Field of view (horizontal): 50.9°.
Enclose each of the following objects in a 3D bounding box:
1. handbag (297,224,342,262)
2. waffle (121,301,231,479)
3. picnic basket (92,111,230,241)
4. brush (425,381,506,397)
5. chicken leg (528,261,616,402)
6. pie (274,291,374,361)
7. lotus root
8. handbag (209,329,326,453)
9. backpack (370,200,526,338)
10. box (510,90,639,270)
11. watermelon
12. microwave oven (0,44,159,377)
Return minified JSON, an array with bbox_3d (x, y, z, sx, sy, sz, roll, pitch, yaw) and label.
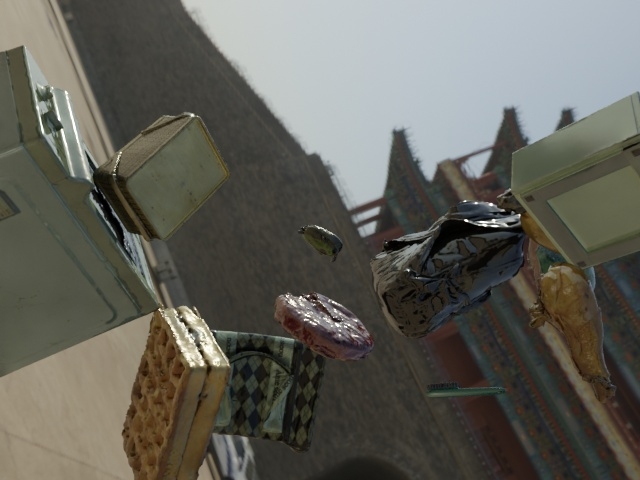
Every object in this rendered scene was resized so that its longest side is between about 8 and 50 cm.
[{"bbox_3d":[0.000,0.000,1.571,0.111,0.047,0.072,35,-27,9],"label":"handbag"},{"bbox_3d":[-0.261,0.291,1.181,0.213,0.091,0.308,45,-59,52],"label":"waffle"},{"bbox_3d":[-0.215,-0.088,0.924,0.079,0.164,0.115,12,-41,39],"label":"picnic basket"},{"bbox_3d":[0.345,0.354,1.608,0.043,0.193,0.032,57,31,-49],"label":"brush"},{"bbox_3d":[0.370,0.136,0.986,0.085,0.101,0.208,-11,80,-57],"label":"chicken leg"},{"bbox_3d":[0.007,0.165,1.315,0.204,0.054,0.218,38,15,36],"label":"pie"},{"bbox_3d":[0.539,-0.066,1.529,0.182,0.309,0.183,-163,-90,-71],"label":"lotus root"},{"bbox_3d":[-0.200,0.422,1.899,0.180,0.415,0.317,109,-13,-72],"label":"handbag"},{"bbox_3d":[0.345,0.056,1.783,0.255,0.445,0.363,64,0,-14],"label":"backpack"},{"bbox_3d":[0.475,-0.082,1.119,0.225,0.225,0.118,43,41,-25],"label":"box"},{"bbox_3d":[0.661,0.079,1.887,0.223,0.180,0.305,33,34,-12],"label":"watermelon"},{"bbox_3d":[-0.410,-0.029,0.880,0.355,0.286,0.219,74,-9,-52],"label":"microwave oven"}]
